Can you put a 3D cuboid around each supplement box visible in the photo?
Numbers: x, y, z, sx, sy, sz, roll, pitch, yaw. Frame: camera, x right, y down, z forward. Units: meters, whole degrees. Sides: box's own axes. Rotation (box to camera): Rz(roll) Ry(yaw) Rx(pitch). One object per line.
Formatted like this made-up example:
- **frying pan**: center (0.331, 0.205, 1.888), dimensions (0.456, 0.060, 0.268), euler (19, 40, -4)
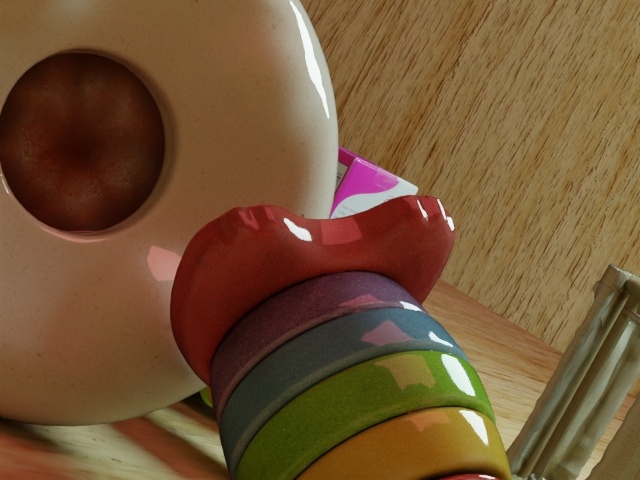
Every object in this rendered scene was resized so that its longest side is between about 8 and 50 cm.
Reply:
- **supplement box**: center (0.000, 0.000, 1.817), dimensions (0.111, 0.220, 0.114), euler (24, 7, -41)

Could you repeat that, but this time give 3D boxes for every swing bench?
- **swing bench**: center (0.291, 0.175, 1.444), dimensions (0.165, 0.253, 0.254), euler (25, 5, -31)

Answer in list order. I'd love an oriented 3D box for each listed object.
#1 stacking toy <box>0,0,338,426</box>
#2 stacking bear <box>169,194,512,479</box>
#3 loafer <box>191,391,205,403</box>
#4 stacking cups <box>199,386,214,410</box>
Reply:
- **stacking toy**: center (-0.234, -0.067, 1.125), dimensions (0.350, 0.351, 0.480), euler (26, -9, -25)
- **stacking bear**: center (0.039, 0.135, 0.853), dimensions (0.175, 0.164, 0.289), euler (-5, 49, -30)
- **loafer**: center (-0.118, 0.036, 1.307), dimensions (0.366, 0.134, 0.130), euler (30, 2, 28)
- **stacking cups**: center (-0.085, 0.028, 1.157), dimensions (0.096, 0.096, 0.316), euler (22, 31, -50)
